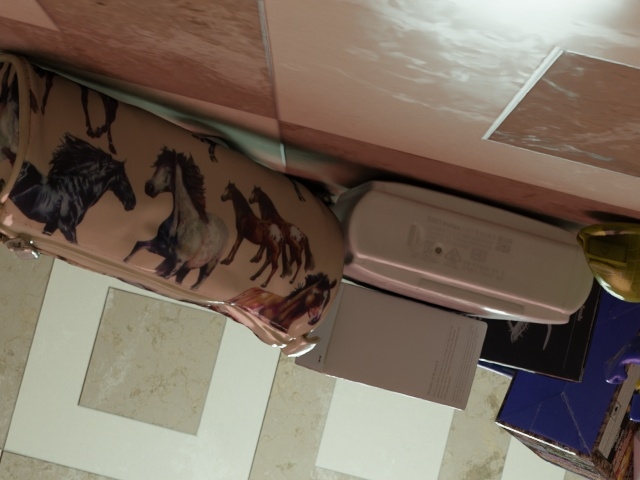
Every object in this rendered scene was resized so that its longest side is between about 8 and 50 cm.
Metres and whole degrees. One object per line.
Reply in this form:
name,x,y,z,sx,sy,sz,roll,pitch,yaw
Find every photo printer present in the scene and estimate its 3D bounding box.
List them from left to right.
photo printer,0.132,0.016,1.553,0.256,0.107,0.307,15,176,-6

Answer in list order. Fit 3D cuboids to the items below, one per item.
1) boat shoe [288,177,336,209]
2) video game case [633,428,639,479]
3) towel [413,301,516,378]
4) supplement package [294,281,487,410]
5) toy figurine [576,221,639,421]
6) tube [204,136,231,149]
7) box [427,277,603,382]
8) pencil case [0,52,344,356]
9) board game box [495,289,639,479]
boat shoe,-0.009,-0.021,1.738,0.073,0.080,0.223,18,173,15
video game case,0.585,0.306,2.056,0.036,0.300,0.329,56,167,39
towel,0.240,0.111,2.113,0.209,0.034,0.285,20,-157,6
supplement package,0.078,0.116,1.605,0.179,0.105,0.105,16,177,-18
toy figurine,0.379,0.124,1.402,0.191,0.217,0.362,11,175,40
tube,-0.096,-0.064,1.568,0.052,0.080,0.207,-14,168,9
box,0.236,0.080,1.752,0.207,0.153,0.108,14,176,8
pencil case,-0.156,-0.019,1.353,0.410,0.184,0.160,24,156,-37
board game box,0.383,0.200,1.976,0.141,0.232,0.291,19,169,27
